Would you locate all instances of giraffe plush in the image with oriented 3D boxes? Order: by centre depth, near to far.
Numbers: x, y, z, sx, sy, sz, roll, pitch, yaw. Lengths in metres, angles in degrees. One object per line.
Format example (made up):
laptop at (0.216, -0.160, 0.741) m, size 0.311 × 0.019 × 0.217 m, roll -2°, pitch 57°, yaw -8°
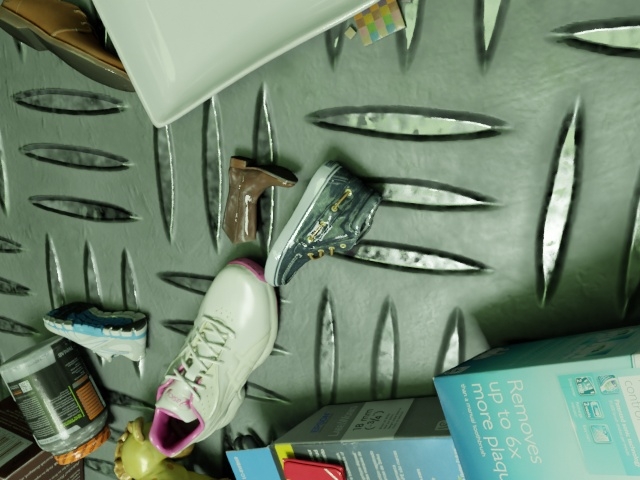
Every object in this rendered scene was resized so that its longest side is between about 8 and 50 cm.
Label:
giraffe plush at (-0.246, 0.360, 0.878) m, size 0.181 × 0.210 × 0.170 m, roll -37°, pitch 61°, yaw 32°

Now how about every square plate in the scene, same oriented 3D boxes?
square plate at (-0.132, -0.353, 0.637) m, size 0.347 × 0.049 × 0.344 m, roll -21°, pitch 98°, yaw 28°

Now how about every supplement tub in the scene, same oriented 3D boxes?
supplement tub at (-0.431, 0.262, 0.937) m, size 0.117 × 0.117 × 0.190 m, roll -19°, pitch 98°, yaw 28°

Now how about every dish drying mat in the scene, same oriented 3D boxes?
dish drying mat at (-0.009, 0.289, 0.703) m, size 0.083 × 0.008 × 0.032 m, roll -3°, pitch 106°, yaw 25°

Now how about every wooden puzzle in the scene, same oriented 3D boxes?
wooden puzzle at (0.062, -0.244, 0.613) m, size 0.083 × 0.006 × 0.049 m, roll -17°, pitch 100°, yaw 27°

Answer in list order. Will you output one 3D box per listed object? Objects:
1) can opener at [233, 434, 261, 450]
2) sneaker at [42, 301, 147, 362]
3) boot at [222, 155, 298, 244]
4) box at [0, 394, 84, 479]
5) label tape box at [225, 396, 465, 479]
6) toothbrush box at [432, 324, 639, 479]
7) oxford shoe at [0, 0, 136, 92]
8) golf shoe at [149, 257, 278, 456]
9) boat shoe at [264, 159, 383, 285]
can opener at (-0.079, 0.380, 0.859) m, size 0.059 × 0.073 × 0.186 m, roll -23°, pitch 88°, yaw 36°
sneaker at (-0.357, 0.153, 0.897) m, size 0.191 × 0.071 × 0.083 m, roll 8°, pitch 116°, yaw 21°
boot at (-0.080, -0.042, 0.726) m, size 0.106 × 0.037 × 0.114 m, roll 22°, pitch 112°, yaw 30°
box at (-0.546, 0.419, 1.011) m, size 0.168 × 0.167 × 0.203 m, roll 15°, pitch 113°, yaw 18°
label tape box at (0.071, 0.342, 0.751) m, size 0.334 × 0.106 × 0.240 m, roll -13°, pitch 101°, yaw 28°
toothbrush box at (0.282, 0.199, 0.524) m, size 0.295 × 0.126 × 0.216 m, roll -22°, pitch 82°, yaw 47°
oxford shoe at (-0.321, -0.268, 0.741) m, size 0.212 × 0.076 × 0.076 m, roll 31°, pitch 77°, yaw 0°
golf shoe at (-0.147, 0.169, 0.770) m, size 0.115 × 0.140 × 0.306 m, roll 27°, pitch 115°, yaw 15°
boat shoe at (0.000, 0.000, 0.689) m, size 0.083 × 0.065 × 0.183 m, roll 35°, pitch 117°, yaw 11°
